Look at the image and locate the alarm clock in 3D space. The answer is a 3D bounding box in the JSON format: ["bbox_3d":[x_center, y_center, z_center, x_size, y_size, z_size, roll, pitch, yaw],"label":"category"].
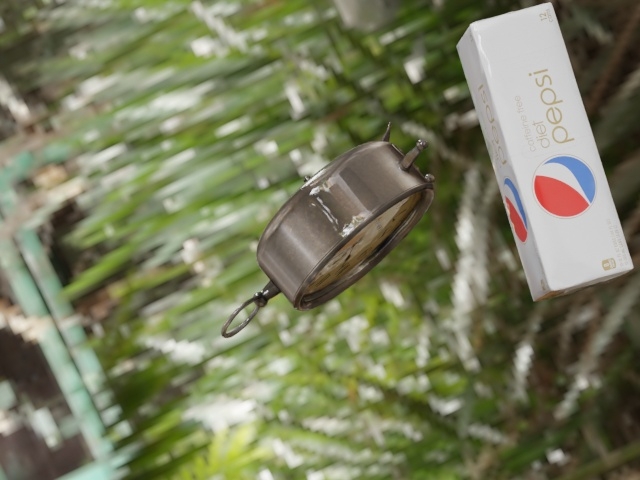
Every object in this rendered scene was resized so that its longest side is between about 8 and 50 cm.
[{"bbox_3d":[0.000,0.000,1.340,0.064,0.192,0.129,45,175,12],"label":"alarm clock"}]

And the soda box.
[{"bbox_3d":[0.170,-0.066,1.469,0.074,0.069,0.216,119,135,-80],"label":"soda box"}]
